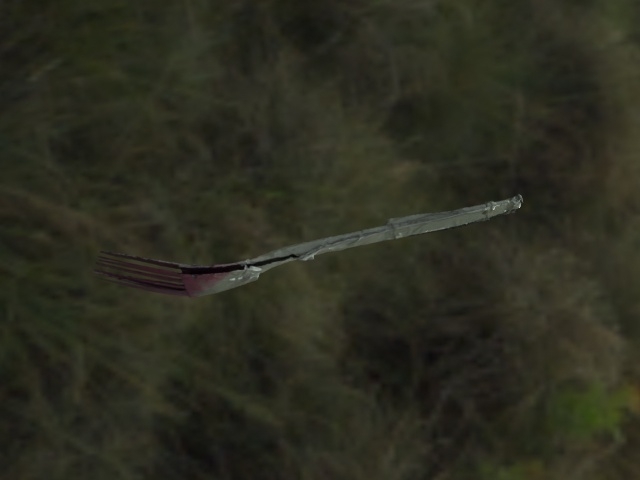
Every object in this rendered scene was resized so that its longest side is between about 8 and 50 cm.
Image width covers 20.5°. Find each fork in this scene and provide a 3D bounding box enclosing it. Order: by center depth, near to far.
[{"bbox_3d":[0.000,0.001,0.442,0.115,0.016,0.012,-9,73,-22],"label":"fork"}]
